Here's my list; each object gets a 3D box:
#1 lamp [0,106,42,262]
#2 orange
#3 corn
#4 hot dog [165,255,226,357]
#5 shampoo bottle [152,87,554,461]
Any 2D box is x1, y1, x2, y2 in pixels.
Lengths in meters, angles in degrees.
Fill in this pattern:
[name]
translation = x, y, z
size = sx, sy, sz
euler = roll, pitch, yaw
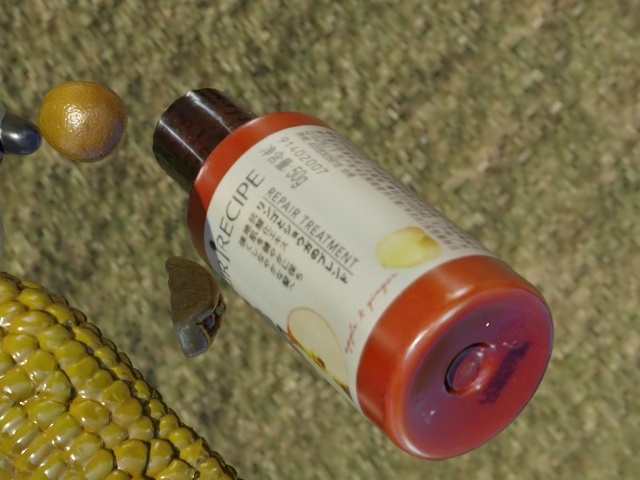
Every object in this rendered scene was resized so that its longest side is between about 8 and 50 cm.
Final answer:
[lamp]
translation = -0.393, -0.038, 1.731
size = 0.198, 0.198, 0.244
euler = 40, 71, -48
[orange]
translation = -0.219, -0.111, 1.628
size = 0.085, 0.085, 0.085
euler = -20, 135, -21
[corn]
translation = -0.061, 0.138, 0.735
size = 0.102, 0.313, 0.102
euler = -47, 177, -3
[hot dog]
translation = -0.078, 0.039, 1.128
size = 0.034, 0.090, 0.030
euler = -17, 123, 2
[shampoo bottle]
translation = 0.000, 0.000, 0.941
size = 0.104, 0.278, 0.104
euler = -20, 129, -27
